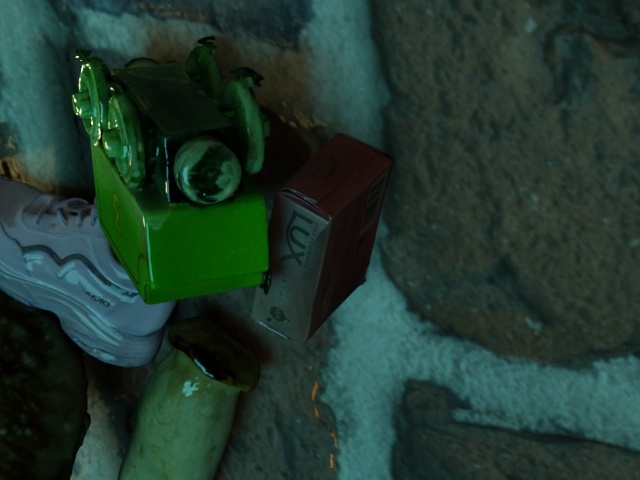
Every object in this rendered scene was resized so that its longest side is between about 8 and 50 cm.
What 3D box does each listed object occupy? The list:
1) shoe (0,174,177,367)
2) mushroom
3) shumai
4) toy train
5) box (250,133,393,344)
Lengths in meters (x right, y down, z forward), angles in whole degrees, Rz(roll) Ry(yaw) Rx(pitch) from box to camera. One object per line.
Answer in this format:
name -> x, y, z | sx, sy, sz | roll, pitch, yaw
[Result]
shoe -> -0.230, 0.002, 1.584 | 0.245, 0.095, 0.137 | 39, 122, 7
mushroom -> -0.138, 0.193, 1.662 | 0.100, 0.081, 0.312 | 38, 137, 14
shumai -> -0.423, 0.190, 1.700 | 0.395, 0.395, 0.348 | 45, 158, -1
toy train -> -0.120, -0.057, 1.378 | 0.243, 0.133, 0.188 | -133, 36, -61
box -> 0.000, 0.000, 1.404 | 0.060, 0.111, 0.156 | 26, 131, 17
